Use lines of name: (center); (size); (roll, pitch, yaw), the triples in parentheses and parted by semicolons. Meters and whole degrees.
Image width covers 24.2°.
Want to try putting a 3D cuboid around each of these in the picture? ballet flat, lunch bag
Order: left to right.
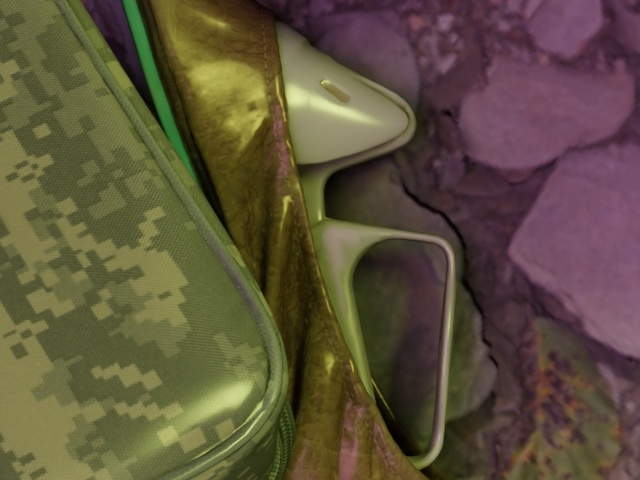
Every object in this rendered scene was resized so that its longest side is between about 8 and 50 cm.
lunch bag: (-0.157, 0.038, 0.662); (0.212, 0.256, 0.305); (-29, 69, -16)
ballet flat: (0.000, 0.000, 0.735); (0.124, 0.116, 0.342); (-16, 88, 7)
